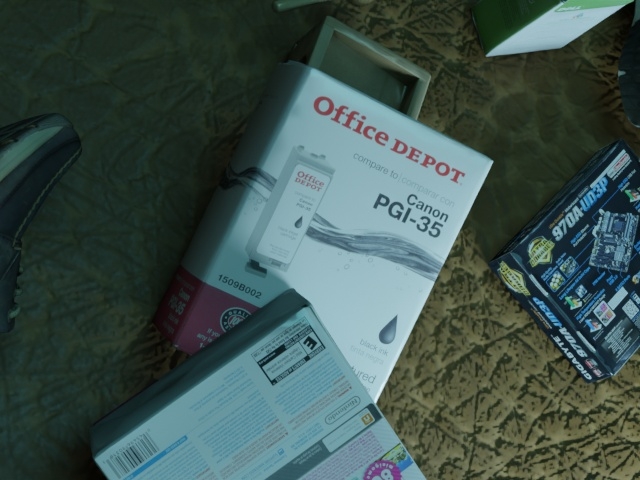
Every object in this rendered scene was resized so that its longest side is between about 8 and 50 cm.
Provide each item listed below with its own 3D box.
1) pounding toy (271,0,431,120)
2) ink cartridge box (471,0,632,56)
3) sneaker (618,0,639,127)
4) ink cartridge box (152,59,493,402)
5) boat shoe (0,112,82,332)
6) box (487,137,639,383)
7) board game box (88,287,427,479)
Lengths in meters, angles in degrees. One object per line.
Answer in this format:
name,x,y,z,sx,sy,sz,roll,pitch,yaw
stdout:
pounding toy,0.011,-0.177,1.529,0.181,0.094,0.206,27,65,-17
ink cartridge box,0.266,-0.267,1.613,0.109,0.209,0.062,-9,80,-28
sneaker,0.455,-0.266,1.777,0.182,0.158,0.410,44,54,-44
ink cartridge box,0.000,0.000,1.400,0.207,0.117,0.283,25,91,-16
boat shoe,-0.330,0.033,1.299,0.355,0.132,0.130,-47,118,-24
box,0.311,0.020,1.641,0.175,0.051,0.220,49,61,-5
board game box,-0.026,0.230,1.315,0.224,0.097,0.303,-34,103,-6
